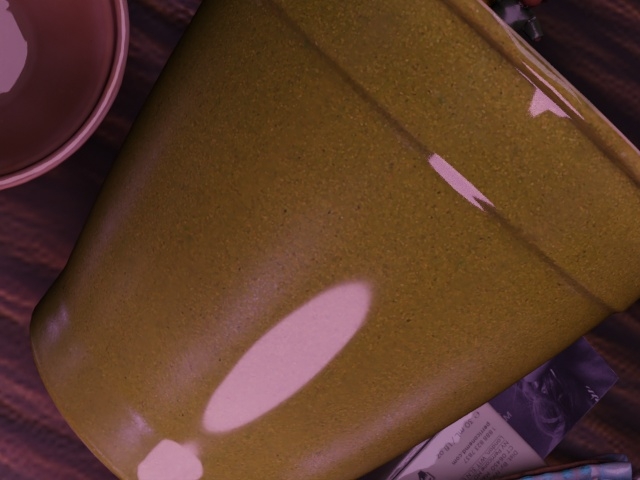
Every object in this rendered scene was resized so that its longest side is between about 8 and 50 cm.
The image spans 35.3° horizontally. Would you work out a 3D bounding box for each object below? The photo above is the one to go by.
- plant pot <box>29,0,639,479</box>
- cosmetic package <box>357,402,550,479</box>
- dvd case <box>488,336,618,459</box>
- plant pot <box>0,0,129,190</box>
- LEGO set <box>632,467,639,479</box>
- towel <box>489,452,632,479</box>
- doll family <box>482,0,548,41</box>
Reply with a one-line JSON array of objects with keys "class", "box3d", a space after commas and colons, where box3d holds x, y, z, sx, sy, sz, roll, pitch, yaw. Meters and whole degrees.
[{"class": "plant pot", "box3d": [0.000, 0.000, 0.688, 0.366, 0.366, 0.353, 41, 102, -11]}, {"class": "cosmetic package", "box3d": [0.162, 0.251, 0.799, 0.113, 0.160, 0.309, -45, 97, -9]}, {"class": "dvd case", "box3d": [0.141, 0.100, 0.887, 0.164, 0.018, 0.221, -44, 100, -10]}, {"class": "plant pot", "box3d": [-0.262, -0.151, 0.738, 0.237, 0.110, 0.237, 0, 91, -14]}, {"class": "LEGO set", "box3d": [0.327, 0.291, 0.904, 0.093, 0.087, 0.227, -30, 91, -15]}, {"class": "towel", "box3d": [0.059, 0.304, 0.658, 0.370, 0.040, 0.271, -7, 92, -18]}, {"class": "doll family", "box3d": [0.114, -0.240, 0.848, 0.111, 0.076, 0.193, -42, 105, 9]}]
